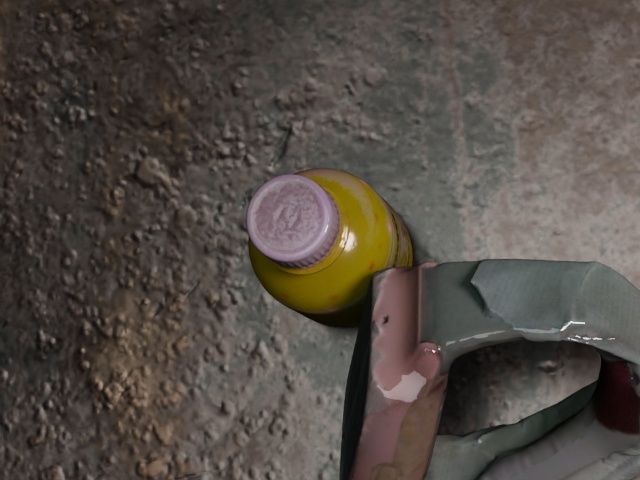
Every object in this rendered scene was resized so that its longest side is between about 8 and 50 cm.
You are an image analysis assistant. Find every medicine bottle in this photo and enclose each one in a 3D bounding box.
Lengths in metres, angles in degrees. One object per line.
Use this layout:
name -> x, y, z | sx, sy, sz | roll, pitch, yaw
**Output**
medicine bottle -> 0.000, 0.000, 1.279 | 0.122, 0.212, 0.122 | -2, 80, 13

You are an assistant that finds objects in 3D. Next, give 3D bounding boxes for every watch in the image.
watch -> 0.147, 0.118, 1.227 | 0.241, 0.253, 0.161 | 7, 46, -4
